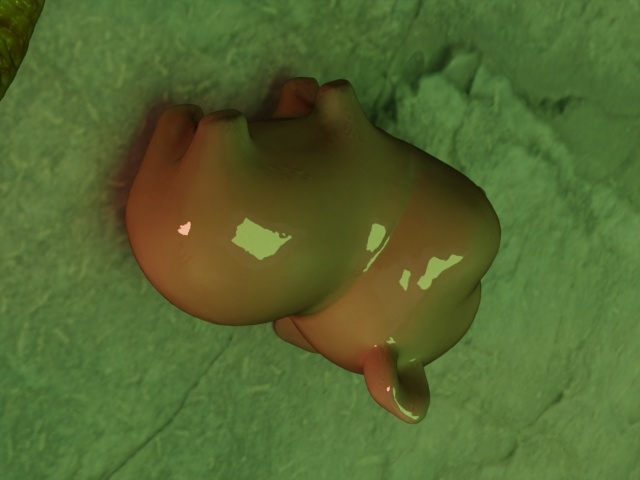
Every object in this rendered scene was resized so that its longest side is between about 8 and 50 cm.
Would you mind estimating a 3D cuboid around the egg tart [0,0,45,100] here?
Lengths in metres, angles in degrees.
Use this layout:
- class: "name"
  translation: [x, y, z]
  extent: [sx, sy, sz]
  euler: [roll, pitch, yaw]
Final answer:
- class: "egg tart"
  translation: [-0.255, -0.200, 1.145]
  extent: [0.106, 0.241, 0.241]
  euler: [7, 114, 8]

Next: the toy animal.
- class: "toy animal"
  translation: [0.000, 0.000, 1.395]
  extent: [0.326, 0.237, 0.269]
  euler: [-10, 108, -25]
